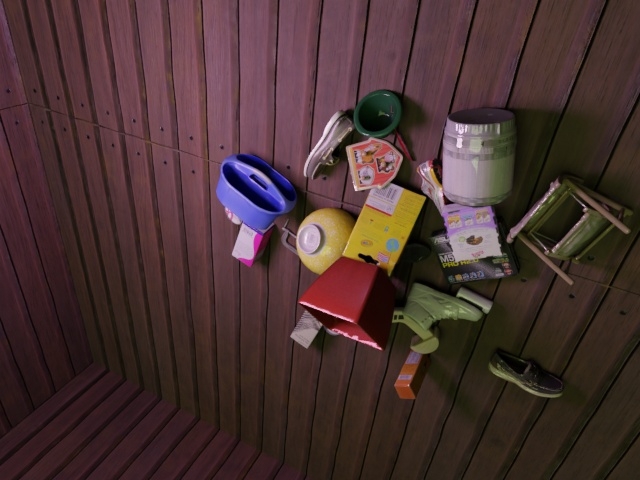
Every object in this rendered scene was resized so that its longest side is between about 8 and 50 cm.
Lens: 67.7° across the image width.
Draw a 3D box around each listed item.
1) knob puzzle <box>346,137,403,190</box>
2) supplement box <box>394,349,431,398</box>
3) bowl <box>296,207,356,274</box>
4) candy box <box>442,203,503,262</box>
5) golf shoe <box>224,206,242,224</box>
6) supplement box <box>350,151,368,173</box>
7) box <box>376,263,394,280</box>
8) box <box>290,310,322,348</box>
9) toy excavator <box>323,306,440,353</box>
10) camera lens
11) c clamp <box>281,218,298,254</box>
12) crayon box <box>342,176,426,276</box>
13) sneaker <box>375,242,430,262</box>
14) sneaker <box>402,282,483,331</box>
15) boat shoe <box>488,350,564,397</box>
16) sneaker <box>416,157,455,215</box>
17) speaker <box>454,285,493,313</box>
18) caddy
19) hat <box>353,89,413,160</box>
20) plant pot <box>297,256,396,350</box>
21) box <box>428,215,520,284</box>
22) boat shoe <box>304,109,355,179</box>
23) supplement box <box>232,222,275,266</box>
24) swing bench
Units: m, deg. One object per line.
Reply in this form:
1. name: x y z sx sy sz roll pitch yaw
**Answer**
1. knob puzzle: 0.202 -0.282 1.730 0.213 0.030 0.213 0 90 12
2. supplement box: 0.400 0.571 2.056 0.080 0.233 0.078 -12 112 38
3. bowl: 0.000 0.000 1.905 0.289 0.156 0.289 -5 82 36
4. candy box: 0.521 -0.035 1.633 0.165 0.070 0.196 -10 113 23
5. golf shoe: -0.397 -0.158 2.176 0.086 0.067 0.186 -10 113 32
6. supplement box: 0.153 -0.294 1.800 0.062 0.036 0.098 17 124 19
7. box: 0.256 0.129 1.904 0.042 0.178 0.109 -7 115 19
8. box: -0.037 0.387 2.283 0.113 0.094 0.275 33 128 9
9. toy excavator: 0.249 0.295 2.010 0.445 0.222 0.432 -6 116 23
10. camera lens: 0.498 -0.257 1.507 0.219 0.219 0.274 8 121 26
11. c clamp: -0.115 -0.001 2.140 0.161 0.022 0.137 39 129 4
12. crayon box: 0.237 -0.050 1.771 0.202 0.081 0.318 26 93 14
13. sneaker: 0.313 0.027 1.881 0.228 0.130 0.087 -4 122 0
14. sneaker: 0.470 0.296 1.878 0.293 0.169 0.108 20 161 25
15. boat shoe: 0.812 0.522 1.879 0.285 0.103 0.092 21 131 25
16. sneaker: 0.415 -0.184 1.700 0.093 0.088 0.225 -5 115 50
17. speaker: 0.596 0.229 1.853 0.136 0.055 0.055 27 128 12
18. caddy: -0.262 -0.211 1.958 0.341 0.241 0.179 38 134 3
19. hat: 0.229 -0.399 1.701 0.173 0.183 0.208 -8 71 21
20. plant pot: 0.127 0.214 1.748 0.267 0.235 0.267 14 157 37
21. box: 0.565 0.044 1.755 0.270 0.060 0.216 -13 111 35
22. boat shoe: 0.035 -0.339 1.794 0.091 0.109 0.305 40 126 9
23. supplement box: -0.310 -0.003 2.191 0.111 0.114 0.220 33 128 7
24. swing bench: 0.782 -0.048 1.515 0.255 0.165 0.253 38 130 11
